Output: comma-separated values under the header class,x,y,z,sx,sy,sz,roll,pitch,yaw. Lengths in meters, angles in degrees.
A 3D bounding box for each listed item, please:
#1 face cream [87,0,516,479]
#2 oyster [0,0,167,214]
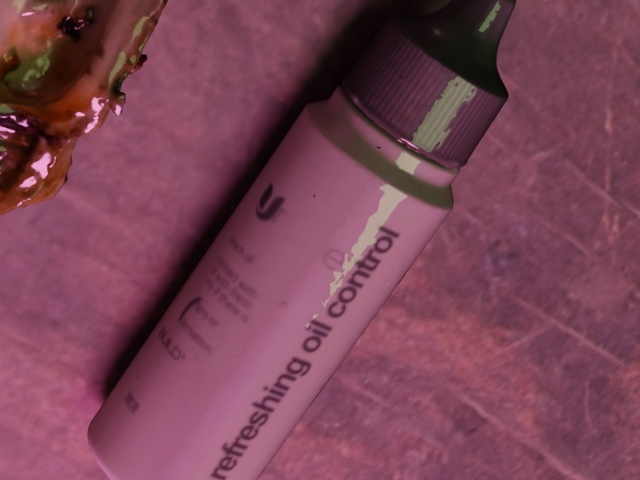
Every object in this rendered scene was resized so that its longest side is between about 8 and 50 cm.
class,x,y,z,sx,sy,sz,roll,pitch,yaw
face cream,0.000,0.000,0.957,0.092,0.092,0.311,20,110,-45
oyster,-0.105,-0.157,0.767,0.128,0.079,0.345,4,126,-14
